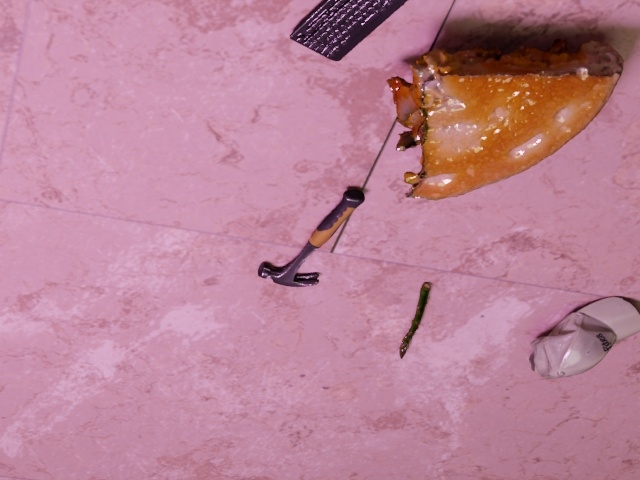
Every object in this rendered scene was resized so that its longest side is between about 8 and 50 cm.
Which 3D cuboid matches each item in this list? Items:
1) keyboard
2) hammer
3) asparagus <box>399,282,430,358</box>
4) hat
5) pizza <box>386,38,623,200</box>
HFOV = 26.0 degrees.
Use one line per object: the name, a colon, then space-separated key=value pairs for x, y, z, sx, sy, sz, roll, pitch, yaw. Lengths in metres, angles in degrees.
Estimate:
keyboard: x=0.056 y=-0.255 z=1.455 sx=0.074 sy=0.015 sz=0.196 roll=27 pitch=132 yaw=-32
hammer: x=0.000 y=0.000 z=1.758 sx=0.078 sy=0.021 sz=0.201 roll=18 pitch=137 yaw=-25
asparagus: x=0.129 y=0.111 z=1.910 sx=0.016 sy=0.016 sz=0.163 roll=-18 pitch=147 yaw=-25
hat: x=0.372 y=0.147 z=1.928 sx=0.166 sy=0.081 sz=0.122 roll=-20 pitch=141 yaw=4
pizza: x=0.177 y=-0.154 z=1.533 sx=0.229 sy=0.081 sz=0.289 roll=24 pitch=133 yaw=-38
